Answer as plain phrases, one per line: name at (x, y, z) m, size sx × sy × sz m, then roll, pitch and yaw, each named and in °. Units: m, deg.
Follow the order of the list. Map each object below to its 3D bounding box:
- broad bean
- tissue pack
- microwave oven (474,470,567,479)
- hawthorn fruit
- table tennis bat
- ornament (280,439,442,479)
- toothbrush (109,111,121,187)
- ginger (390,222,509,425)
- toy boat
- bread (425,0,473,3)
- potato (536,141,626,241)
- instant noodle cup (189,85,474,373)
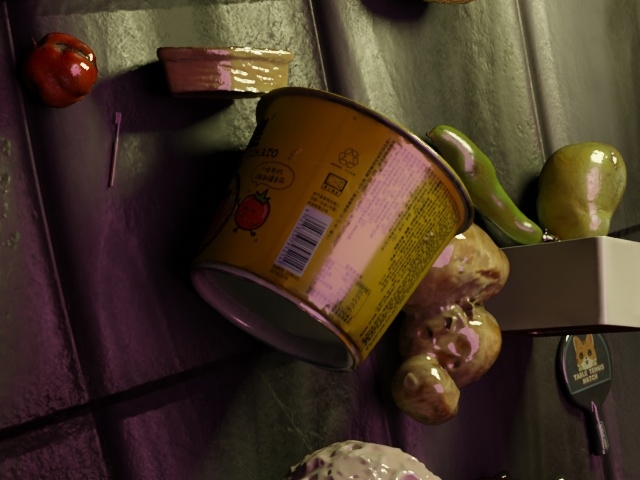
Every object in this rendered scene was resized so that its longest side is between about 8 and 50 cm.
broad bean at (0.276, -0.071, 2.055) m, size 0.075 × 0.067 × 0.325 m, roll -44°, pitch 116°, yaw 9°
tissue pack at (0.388, 0.077, 2.026) m, size 0.159 × 0.246 × 0.136 m, roll 7°, pitch 79°, yaw -42°
microwave oven at (0.279, 0.485, 1.916) m, size 0.178 × 0.188 × 0.247 m, roll -5°, pitch 88°, yaw -44°
hawthorn fruit at (-0.309, -0.203, 1.509) m, size 0.093 × 0.093 × 0.093 m, roll 6°, pitch 81°, yaw -43°
table tennis bat at (0.469, 0.257, 2.238) m, size 0.150 × 0.027 × 0.236 m, roll -11°, pitch 91°, yaw -44°
ornament at (0.053, 0.377, 1.672) m, size 0.259 × 0.259 × 0.225 m, roll 18°, pitch 78°, yaw -41°
toothbrush at (-0.257, -0.114, 1.599) m, size 0.008 × 0.006 × 0.097 m, roll 13°, pitch 77°, yaw -41°
ginger at (0.180, 0.113, 1.887) m, size 0.244 × 0.155 × 0.304 m, roll -6°, pitch 88°, yaw -46°
toy boat at (-0.132, -0.216, 1.657) m, size 0.188 × 0.116 × 0.061 m, roll -4°, pitch 95°, yaw -45°
bread at (0.176, -0.480, 1.975) m, size 0.198 × 0.120 × 0.236 m, roll -1°, pitch 86°, yaw -45°
potato at (0.437, -0.066, 2.154) m, size 0.157 × 0.157 × 0.194 m, roll 20°, pitch 66°, yaw -40°
instant noodle cup at (0.000, 0.000, 1.640) m, size 0.325 × 0.325 × 0.254 m, roll 42°, pitch 67°, yaw -32°
